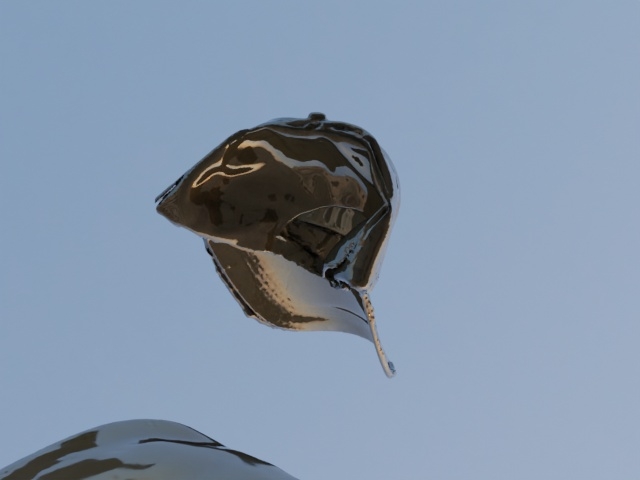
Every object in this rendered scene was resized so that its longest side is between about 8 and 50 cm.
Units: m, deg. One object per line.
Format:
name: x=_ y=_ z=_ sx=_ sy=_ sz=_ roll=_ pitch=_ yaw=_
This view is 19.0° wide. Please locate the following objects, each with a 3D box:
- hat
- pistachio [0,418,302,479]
hat: x=0.000 y=0.000 z=1.072 sx=0.085 sy=0.147 sz=0.175 roll=-57 pitch=-30 yaw=-19
pistachio: x=-0.066 y=0.134 z=0.594 sx=0.223 sy=0.126 sz=0.152 roll=-5 pitch=-111 yaw=-34
